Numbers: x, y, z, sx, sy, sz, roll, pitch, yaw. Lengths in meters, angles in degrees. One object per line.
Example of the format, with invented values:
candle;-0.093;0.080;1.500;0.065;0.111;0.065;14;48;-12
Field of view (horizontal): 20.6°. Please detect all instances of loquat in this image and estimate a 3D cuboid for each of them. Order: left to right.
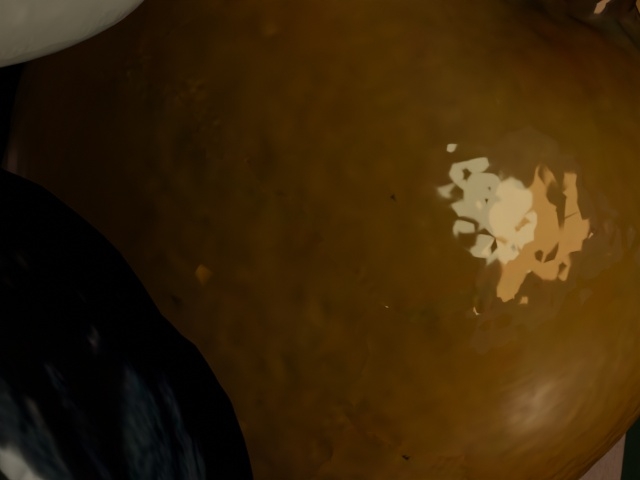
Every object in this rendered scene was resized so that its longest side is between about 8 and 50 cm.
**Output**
loquat;0.000;0.000;0.801;0.359;0.328;0.328;-49;167;21

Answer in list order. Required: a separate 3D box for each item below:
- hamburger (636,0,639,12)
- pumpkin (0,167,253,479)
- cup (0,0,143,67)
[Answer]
hamburger;0.218;-0.156;1.411;0.108;0.214;0.213;29;57;-20
pumpkin;-0.161;0.142;0.456;0.363;0.266;0.363;4;90;-72
cup;-0.159;-0.134;0.411;0.347;0.347;0.163;-41;149;-60
